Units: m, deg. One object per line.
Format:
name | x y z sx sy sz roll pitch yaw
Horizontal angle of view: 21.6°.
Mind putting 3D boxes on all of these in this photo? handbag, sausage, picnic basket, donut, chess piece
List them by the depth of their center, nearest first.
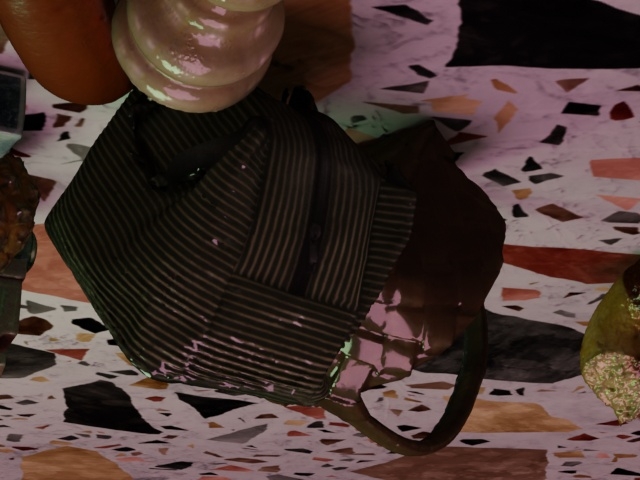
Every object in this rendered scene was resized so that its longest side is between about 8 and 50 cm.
chess piece | -0.067 -0.222 1.308 0.143 0.142 0.261 8 151 -18
sausage | -0.221 -0.196 1.412 0.097 0.094 0.348 4 160 4
handbag | -0.079 -0.025 1.527 0.247 0.240 0.340 17 -163 -32
picnic basket | 0.074 0.080 1.790 0.337 0.293 0.337 15 141 12
donut | 0.423 0.079 2.060 0.112 0.151 0.295 27 130 -21

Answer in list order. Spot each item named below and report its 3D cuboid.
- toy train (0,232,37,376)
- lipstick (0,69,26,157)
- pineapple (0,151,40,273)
toy train | -0.471 0.035 1.858 0.304 0.221 0.150 9 160 -18
lipstick | -0.423 -0.143 1.585 0.290 0.077 0.076 10 157 -26
pineapple | -0.458 -0.080 1.680 0.361 0.175 0.175 30 147 -30
